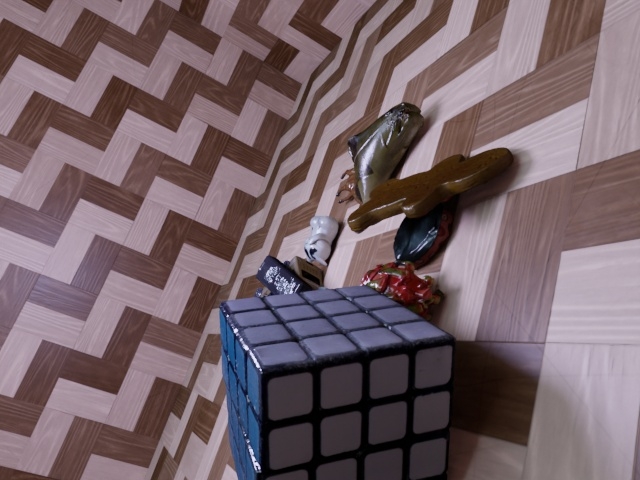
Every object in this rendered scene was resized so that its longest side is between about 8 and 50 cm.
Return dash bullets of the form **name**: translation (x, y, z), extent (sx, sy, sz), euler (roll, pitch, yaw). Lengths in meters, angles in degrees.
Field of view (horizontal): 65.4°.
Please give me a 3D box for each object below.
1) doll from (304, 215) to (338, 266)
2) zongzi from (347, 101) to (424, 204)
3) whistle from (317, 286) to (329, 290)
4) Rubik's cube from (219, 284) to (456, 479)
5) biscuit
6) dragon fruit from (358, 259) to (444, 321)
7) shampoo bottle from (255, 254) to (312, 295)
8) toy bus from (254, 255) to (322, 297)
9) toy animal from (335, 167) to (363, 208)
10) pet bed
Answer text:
- **doll**: translation (0.000, -0.007, 1.827), extent (0.110, 0.107, 0.180), euler (4, 68, 48)
- **zongzi**: translation (0.218, -0.256, 1.584), extent (0.274, 0.145, 0.299), euler (-31, 55, 49)
- **whistle**: translation (-0.036, 0.278, 1.605), extent (0.186, 0.093, 0.273), euler (-11, 52, 63)
- **Rubik's cube**: translation (0.010, 0.295, 0.923), extent (0.344, 0.344, 0.336), euler (-155, 62, -67)
- **biscuit**: translation (0.265, -0.118, 1.215), extent (0.432, 0.064, 0.283), euler (-17, 20, 43)
- **dragon fruit**: translation (0.186, 0.129, 1.143), extent (0.172, 0.167, 0.160), euler (21, 102, 50)
- **shampoo bottle**: translation (-0.106, 0.155, 1.652), extent (0.309, 0.071, 0.098), euler (34, 90, 48)
- **toy bus**: translation (-0.125, 0.204, 1.812), extent (0.289, 0.139, 0.157), euler (-44, 31, 23)
- **toy animal**: translation (0.121, -0.175, 1.792), extent (0.230, 0.066, 0.224), euler (-17, 51, 58)
- **pet bed**: translation (0.255, -0.020, 1.273), extent (0.201, 0.054, 0.201), euler (-50, 24, 33)
